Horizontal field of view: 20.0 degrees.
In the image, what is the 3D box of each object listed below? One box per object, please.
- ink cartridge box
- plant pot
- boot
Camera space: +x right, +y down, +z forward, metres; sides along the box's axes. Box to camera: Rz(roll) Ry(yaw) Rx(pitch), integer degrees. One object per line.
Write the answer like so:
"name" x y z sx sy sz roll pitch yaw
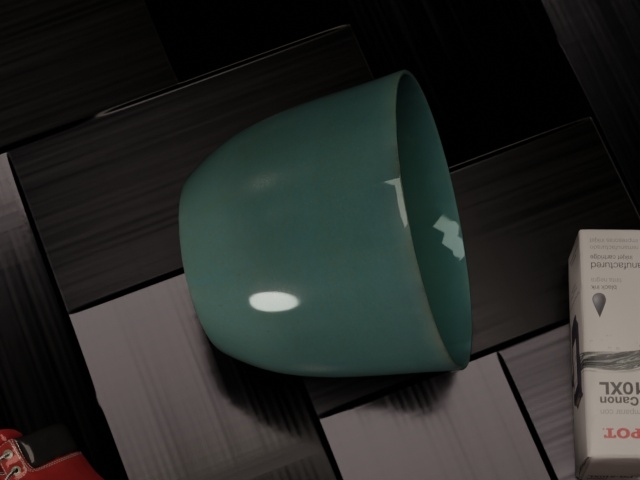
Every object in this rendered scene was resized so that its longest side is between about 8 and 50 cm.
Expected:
"ink cartridge box" 0.339 0.116 1.804 0.172 0.100 0.237 0 71 1
"plant pot" 0.000 0.000 1.765 0.235 0.293 0.293 -10 70 13
"boot" -0.290 0.277 1.697 0.176 0.088 0.244 51 43 1
